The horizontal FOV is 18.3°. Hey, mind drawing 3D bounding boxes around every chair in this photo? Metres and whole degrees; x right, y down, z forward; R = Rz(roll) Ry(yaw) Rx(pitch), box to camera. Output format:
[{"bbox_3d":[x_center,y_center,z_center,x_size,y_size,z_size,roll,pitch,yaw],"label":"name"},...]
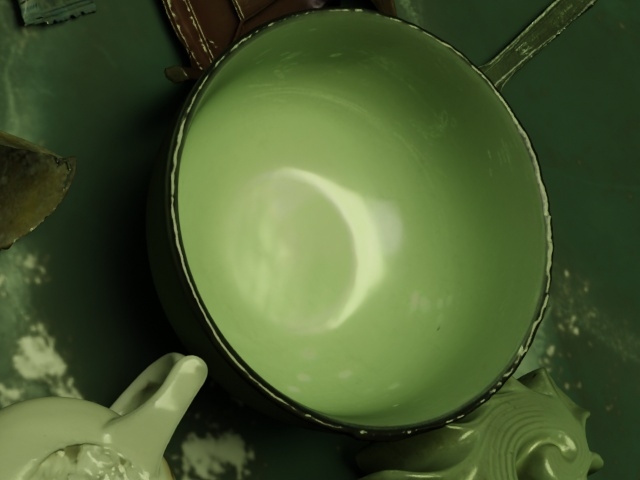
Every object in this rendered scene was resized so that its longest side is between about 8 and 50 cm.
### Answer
[{"bbox_3d":[-0.047,-0.232,1.778,0.326,0.183,0.175,19,48,-80],"label":"chair"}]

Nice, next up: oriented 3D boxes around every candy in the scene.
[{"bbox_3d":[-0.248,-0.246,1.694,0.088,0.038,0.136,-31,98,-52],"label":"candy"}]

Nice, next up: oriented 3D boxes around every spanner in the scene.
[{"bbox_3d":[0.195,-0.190,1.986,0.093,0.026,0.325,52,50,-6],"label":"spanner"}]

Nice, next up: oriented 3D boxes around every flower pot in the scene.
[{"bbox_3d":[0.180,0.297,1.698,0.254,0.164,0.367,-36,93,-43],"label":"flower pot"}]

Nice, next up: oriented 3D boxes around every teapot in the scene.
[{"bbox_3d":[-0.186,0.206,1.495,0.204,0.139,0.298,34,57,-16],"label":"teapot"}]

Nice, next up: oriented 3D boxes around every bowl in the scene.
[{"bbox_3d":[0.000,0.000,1.657,0.354,0.185,0.353,6,75,-26],"label":"bowl"}]

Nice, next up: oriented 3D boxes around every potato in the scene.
[{"bbox_3d":[-0.333,-0.055,1.544,0.261,0.100,0.120,16,102,-45],"label":"potato"}]
